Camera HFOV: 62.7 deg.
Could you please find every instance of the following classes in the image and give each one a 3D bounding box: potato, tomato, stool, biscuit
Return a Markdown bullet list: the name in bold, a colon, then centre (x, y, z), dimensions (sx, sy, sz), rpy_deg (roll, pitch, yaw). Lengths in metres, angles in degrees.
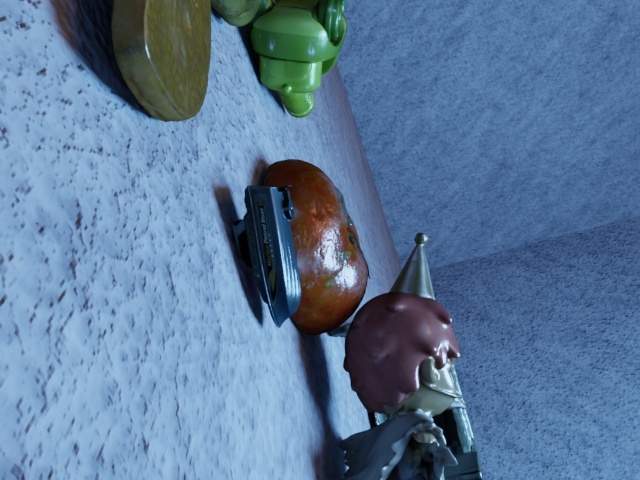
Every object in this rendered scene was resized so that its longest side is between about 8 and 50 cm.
- **potato**: centre (-0.108, -0.309, 0.622), dimensions (0.138, 0.070, 0.092), rpy_deg (-43, 117, -78)
- **tomato**: centre (0.000, 0.000, 0.676), dimensions (0.237, 0.095, 0.237), rpy_deg (-16, 90, -79)
- **stool**: centre (0.145, 0.251, 0.858), dimensions (0.269, 0.170, 0.244), rpy_deg (41, 35, -70)
- **biscuit**: centre (-0.117, -0.169, 0.413), dimensions (0.221, 0.028, 0.142), rpy_deg (-91, 178, -51)

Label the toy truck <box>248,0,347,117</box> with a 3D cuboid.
- **toy truck**: centre (-0.038, -0.295, 0.816), dimensions (0.187, 0.148, 0.211), rpy_deg (-73, 171, -74)

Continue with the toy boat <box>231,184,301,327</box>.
- **toy boat**: centre (-0.048, 0.016, 0.513), dimensions (0.055, 0.060, 0.141), rpy_deg (-30, 112, -80)

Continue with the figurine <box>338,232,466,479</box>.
- **figurine**: centre (0.105, 0.179, 0.644), dimensions (0.207, 0.166, 0.387), rpy_deg (122, -19, -61)
